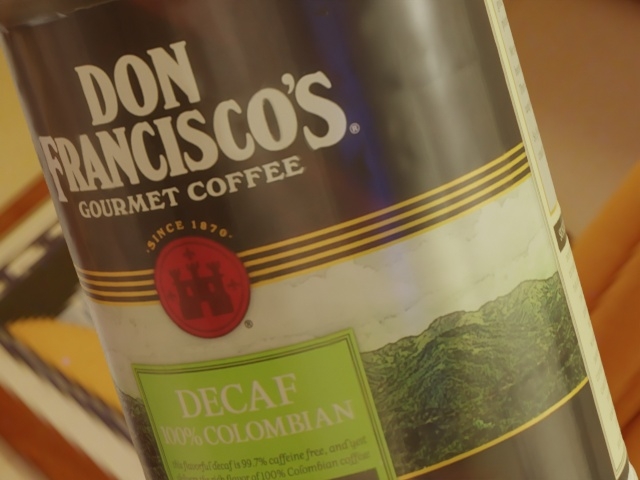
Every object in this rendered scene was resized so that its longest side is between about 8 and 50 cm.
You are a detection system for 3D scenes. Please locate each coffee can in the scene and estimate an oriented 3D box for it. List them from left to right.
[{"bbox_3d":[0.000,0.000,0.781,0.201,0.201,0.275,7,-63,64],"label":"coffee can"}]
